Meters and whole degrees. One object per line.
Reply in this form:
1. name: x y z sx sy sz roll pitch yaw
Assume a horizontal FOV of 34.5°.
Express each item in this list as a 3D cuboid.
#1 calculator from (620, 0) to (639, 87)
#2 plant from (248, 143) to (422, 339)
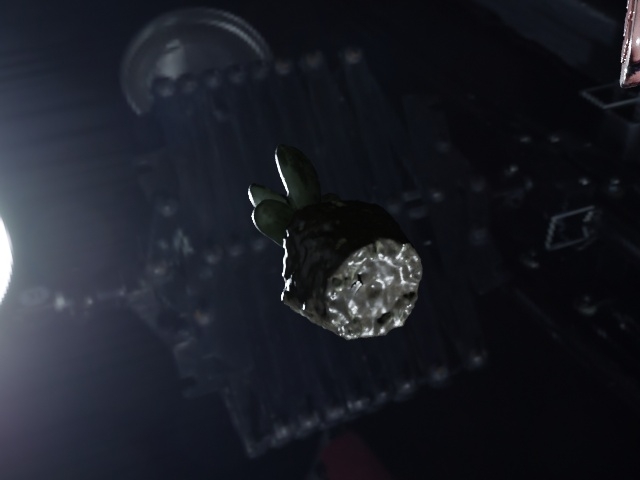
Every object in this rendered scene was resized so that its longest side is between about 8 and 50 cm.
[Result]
1. calculator: 0.478 -0.342 1.531 0.329 0.048 0.220 8 90 -74
2. plant: 0.000 0.002 1.237 0.274 0.149 0.147 47 -58 46
